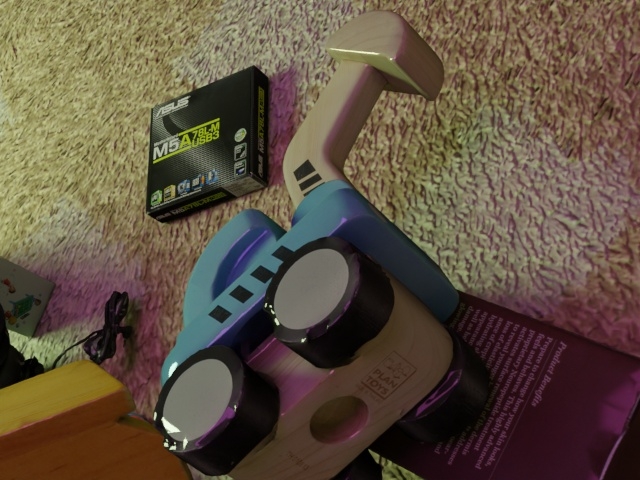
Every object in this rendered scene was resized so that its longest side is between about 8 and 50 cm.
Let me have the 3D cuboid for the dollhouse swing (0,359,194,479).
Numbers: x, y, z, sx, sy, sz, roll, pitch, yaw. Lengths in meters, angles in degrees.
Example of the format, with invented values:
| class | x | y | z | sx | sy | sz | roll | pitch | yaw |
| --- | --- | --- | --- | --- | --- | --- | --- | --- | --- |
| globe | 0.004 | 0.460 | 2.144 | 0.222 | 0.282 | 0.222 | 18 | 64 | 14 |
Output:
| class | x | y | z | sx | sy | sz | roll | pitch | yaw |
| --- | --- | --- | --- | --- | --- | --- | --- | --- | --- |
| dollhouse swing | -0.283 | 0.294 | 1.340 | 0.315 | 0.346 | 0.305 | -21 | 20 | -2 |

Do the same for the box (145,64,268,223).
| class | x | y | z | sx | sy | sz | roll | pitch | yaw |
| --- | --- | --- | --- | --- | --- | --- | --- | --- | --- |
| box | -0.160 | -0.134 | 1.669 | 0.191 | 0.045 | 0.184 | -17 | 60 | 29 |

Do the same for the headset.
| class | x | y | z | sx | sy | sz | roll | pitch | yaw |
| --- | --- | --- | --- | --- | --- | --- | --- | --- | --- |
| headset | -0.459 | 0.150 | 1.642 | 0.394 | 0.243 | 0.185 | -5 | 43 | 19 |

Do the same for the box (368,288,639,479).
| class | x | y | z | sx | sy | sz | roll | pitch | yaw |
| --- | --- | --- | --- | --- | --- | --- | --- | --- | --- |
| box | 0.161 | 0.165 | 1.207 | 0.381 | 0.143 | 0.191 | 22 | 81 | 44 |

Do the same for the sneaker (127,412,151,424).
| class | x | y | z | sx | sy | sz | roll | pitch | yaw |
| --- | --- | --- | --- | --- | --- | --- | --- | --- | --- |
| sneaker | -0.251 | 0.275 | 1.466 | 0.104 | 0.125 | 0.262 | -51 | 48 | -3 |

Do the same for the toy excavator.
| class | x | y | z | sx | sy | sz | roll | pitch | yaw |
| --- | --- | --- | --- | --- | --- | --- | --- | --- | --- |
| toy excavator | 0.000 | 0.000 | 1.203 | 0.433 | 0.222 | 0.445 | -43 | 40 | 9 |

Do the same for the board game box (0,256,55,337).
| class | x | y | z | sx | sy | sz | roll | pitch | yaw |
| --- | --- | --- | --- | --- | --- | --- | --- | --- | --- |
| board game box | -0.577 | 0.032 | 1.721 | 0.224 | 0.303 | 0.097 | 11 | 74 | 40 |
